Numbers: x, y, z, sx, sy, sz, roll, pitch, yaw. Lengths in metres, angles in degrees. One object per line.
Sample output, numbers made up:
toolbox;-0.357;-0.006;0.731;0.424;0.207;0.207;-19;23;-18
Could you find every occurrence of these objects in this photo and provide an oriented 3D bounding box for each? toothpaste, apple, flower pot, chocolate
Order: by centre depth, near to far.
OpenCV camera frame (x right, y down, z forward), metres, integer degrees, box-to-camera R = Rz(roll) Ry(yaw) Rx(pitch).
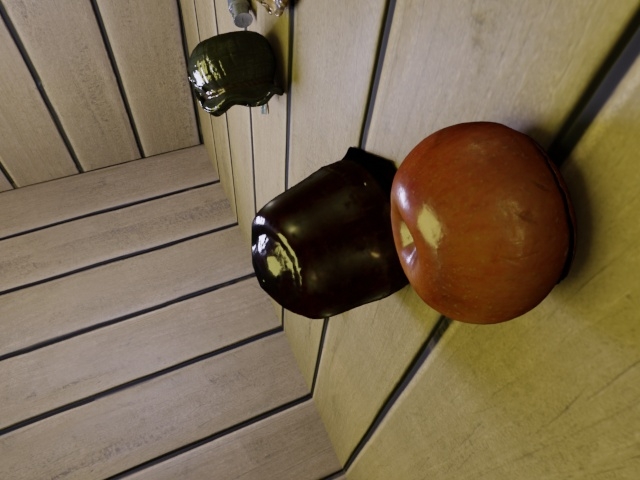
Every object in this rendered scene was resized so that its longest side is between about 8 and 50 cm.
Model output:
apple;0.206;-0.022;0.668;0.251;0.206;0.272;-131;27;-59
chocolate;0.000;0.000;1.137;0.383;0.331;0.383;164;90;-75
flower pot;-0.279;-0.533;1.548;0.302;0.302;0.213;-162;55;-70
toothpaste;-0.297;-0.866;1.646;0.114;0.073;0.299;111;145;-65

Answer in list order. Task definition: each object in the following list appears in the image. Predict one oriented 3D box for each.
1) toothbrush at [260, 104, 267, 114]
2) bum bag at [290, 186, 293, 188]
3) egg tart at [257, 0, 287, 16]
toothbrush;-0.208;-0.570;1.724;0.269;0.027;0.021;93;166;-47
bum bag;-0.073;-0.102;1.743;0.087;0.049;0.198;-9;99;49
egg tart;-0.166;-0.748;1.211;0.352;0.150;0.352;165;90;-75
